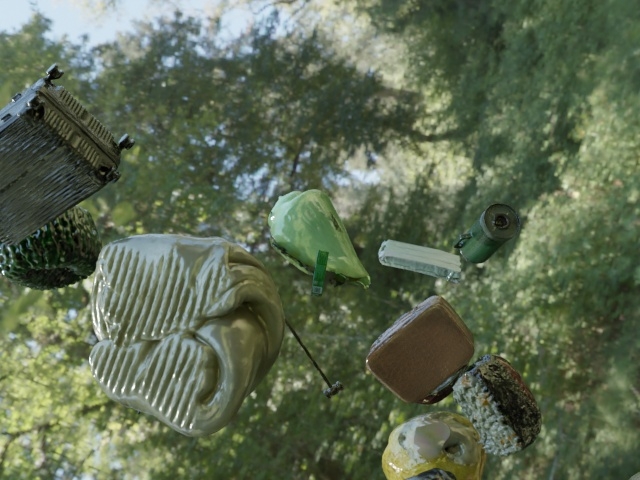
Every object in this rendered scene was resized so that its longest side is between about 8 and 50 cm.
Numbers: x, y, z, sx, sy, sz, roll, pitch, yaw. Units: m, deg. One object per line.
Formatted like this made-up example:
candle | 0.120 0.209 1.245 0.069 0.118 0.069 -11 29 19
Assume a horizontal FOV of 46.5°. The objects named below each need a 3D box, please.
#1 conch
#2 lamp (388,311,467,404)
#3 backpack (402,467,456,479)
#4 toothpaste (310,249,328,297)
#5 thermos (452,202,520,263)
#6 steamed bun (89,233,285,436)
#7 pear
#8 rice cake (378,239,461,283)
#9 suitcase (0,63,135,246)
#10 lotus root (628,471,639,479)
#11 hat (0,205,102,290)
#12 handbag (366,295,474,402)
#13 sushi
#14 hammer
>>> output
conch | -0.019 0.002 1.474 0.143 0.137 0.250 34 -152 -55
lamp | 0.252 0.296 1.879 0.247 0.247 0.247 15 -90 -73
backpack | 0.240 0.728 1.523 0.363 0.255 0.445 93 158 -46
toothpaste | -0.001 0.058 1.310 0.017 0.020 0.083 110 170 -67
thermos | 0.323 -0.001 1.478 0.083 0.073 0.187 -35 -12 -20
steamed bun | -0.237 0.154 1.361 0.255 0.368 0.342 15 -89 -68
pear | 0.293 0.561 1.897 0.271 0.271 0.271 15 -90 -73
rice cake | 0.252 0.049 1.899 0.124 0.211 0.038 -66 -13 -67
suitcase | -0.584 -0.159 1.508 0.229 0.335 0.152 48 -153 -30
lotus root | 0.413 0.340 0.778 0.140 0.158 0.322 -34 -2 -1
hat | -0.690 -0.053 1.830 0.274 0.242 0.332 77 172 -72
handbag | 0.195 0.213 1.417 0.193 0.151 0.072 -41 2 15
sushi | 0.407 0.377 1.714 0.126 0.225 0.136 -20 -9 -40
hammer | -0.027 0.326 2.097 0.058 0.029 0.292 -34 -69 -7
